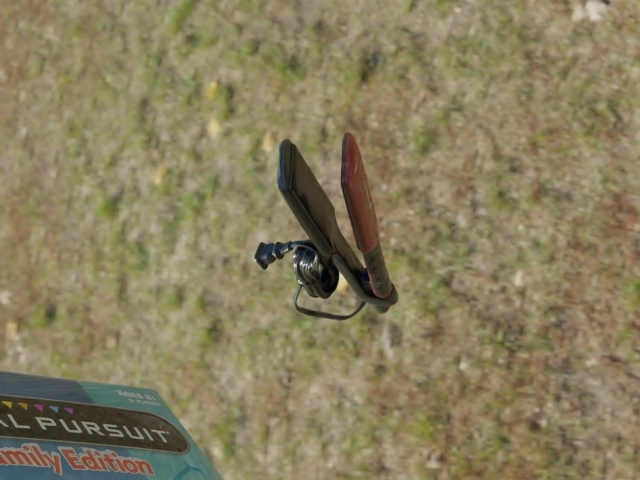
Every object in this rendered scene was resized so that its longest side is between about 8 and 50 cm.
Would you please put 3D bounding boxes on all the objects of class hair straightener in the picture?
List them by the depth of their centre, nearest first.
[{"bbox_3d":[0.000,0.000,0.905,0.089,0.230,0.047,-4,65,11],"label":"hair straightener"}]

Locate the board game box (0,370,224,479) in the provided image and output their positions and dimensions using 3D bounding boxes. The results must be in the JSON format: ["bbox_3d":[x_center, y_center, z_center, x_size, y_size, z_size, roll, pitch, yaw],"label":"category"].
[{"bbox_3d":[-0.123,0.199,0.711,0.336,0.254,0.079,45,110,39],"label":"board game box"}]
